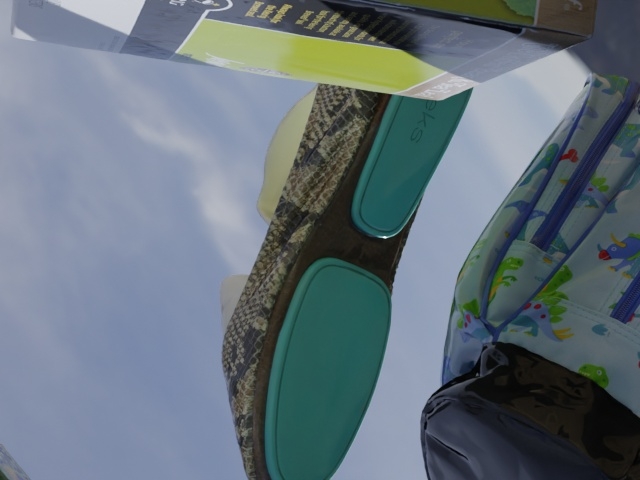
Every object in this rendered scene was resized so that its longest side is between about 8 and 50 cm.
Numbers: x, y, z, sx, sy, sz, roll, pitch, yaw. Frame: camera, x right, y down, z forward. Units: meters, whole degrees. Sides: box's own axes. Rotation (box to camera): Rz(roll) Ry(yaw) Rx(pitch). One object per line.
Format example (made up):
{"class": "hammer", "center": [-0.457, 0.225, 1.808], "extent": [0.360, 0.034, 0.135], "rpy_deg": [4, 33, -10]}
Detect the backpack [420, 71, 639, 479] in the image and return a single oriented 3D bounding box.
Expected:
{"class": "backpack", "center": [0.209, 0.052, 1.102], "extent": [0.273, 0.355, 0.290], "rpy_deg": [37, 157, 28]}

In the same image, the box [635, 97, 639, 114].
{"class": "box", "center": [0.354, -0.144, 0.830], "extent": [0.183, 0.294, 0.296], "rpy_deg": [33, -164, 32]}

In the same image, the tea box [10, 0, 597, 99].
{"class": "tea box", "center": [-0.020, -0.228, 1.013], "extent": [0.323, 0.220, 0.329], "rpy_deg": [9, 177, -11]}

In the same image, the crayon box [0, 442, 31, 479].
{"class": "crayon box", "center": [-0.404, 0.198, 1.679], "extent": [0.323, 0.083, 0.203], "rpy_deg": [46, 171, 15]}

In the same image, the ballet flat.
{"class": "ballet flat", "center": [0.000, 0.000, 1.516], "extent": [0.182, 0.483, 0.164], "rpy_deg": [13, 171, 44]}
